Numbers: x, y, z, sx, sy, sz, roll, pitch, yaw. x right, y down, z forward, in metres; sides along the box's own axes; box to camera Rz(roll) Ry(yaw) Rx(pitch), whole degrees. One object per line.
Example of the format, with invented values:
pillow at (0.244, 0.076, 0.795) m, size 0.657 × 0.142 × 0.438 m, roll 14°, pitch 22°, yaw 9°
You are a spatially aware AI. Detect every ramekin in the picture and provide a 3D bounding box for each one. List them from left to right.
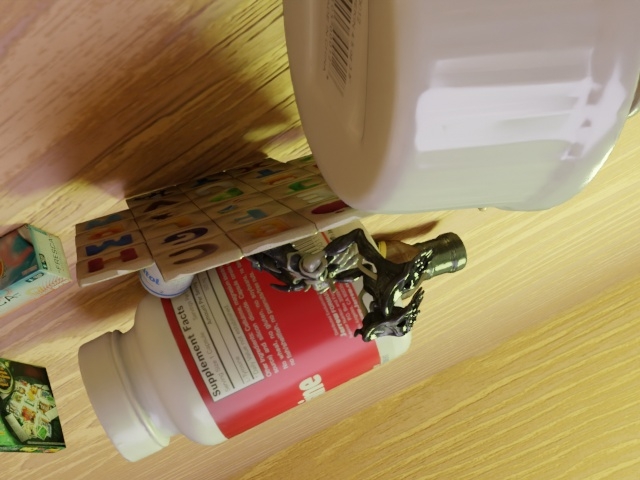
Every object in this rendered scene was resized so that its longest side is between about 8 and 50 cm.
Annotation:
ramekin at (0.067, -0.147, 0.503) m, size 0.135 × 0.277 × 0.277 m, roll -9°, pitch 157°, yaw -15°

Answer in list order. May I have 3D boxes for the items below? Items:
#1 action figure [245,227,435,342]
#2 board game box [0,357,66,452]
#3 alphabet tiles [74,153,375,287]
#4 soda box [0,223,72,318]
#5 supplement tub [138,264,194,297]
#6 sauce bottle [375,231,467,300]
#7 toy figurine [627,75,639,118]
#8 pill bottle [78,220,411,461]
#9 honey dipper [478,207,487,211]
action figure at (0.000, 0.000, 0.874) m, size 0.141 × 0.276 × 0.164 m, roll -42°, pitch 146°, yaw -28°
board game box at (-0.451, 0.229, 1.071) m, size 0.030 × 0.136 × 0.259 m, roll -22°, pitch 160°, yaw 7°
alphabet tiles at (-0.081, -0.034, 0.697) m, size 0.285 × 0.011 × 0.342 m, roll -18°, pitch -164°, yaw -14°
soda box at (-0.367, 0.053, 0.829) m, size 0.183 × 0.058 × 0.063 m, roll -27°, pitch 160°, yaw 8°
supplement tub at (-0.183, 0.020, 0.929) m, size 0.071 × 0.071 × 0.107 m, roll -14°, pitch 157°, yaw -23°
sauce bottle at (0.081, 0.063, 1.270) m, size 0.344 × 0.111 × 0.111 m, roll -16°, pitch 159°, yaw -21°
toy figurine at (0.216, -0.214, 0.566) m, size 0.148 × 0.209 × 0.213 m, roll 2°, pitch 149°, yaw -30°
pill bottle at (-0.103, 0.133, 1.043) m, size 0.408 × 0.229 × 0.229 m, roll -25°, pitch 160°, yaw -6°
honey dipper at (0.311, -0.089, 1.254) m, size 0.030 × 0.030 × 0.161 m, roll -9°, pitch 157°, yaw -35°
